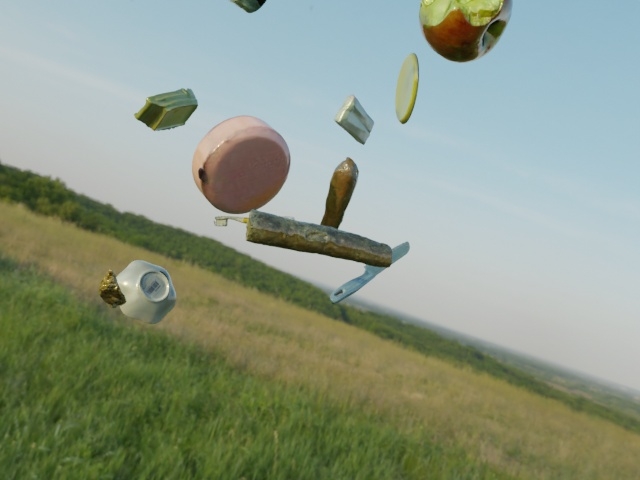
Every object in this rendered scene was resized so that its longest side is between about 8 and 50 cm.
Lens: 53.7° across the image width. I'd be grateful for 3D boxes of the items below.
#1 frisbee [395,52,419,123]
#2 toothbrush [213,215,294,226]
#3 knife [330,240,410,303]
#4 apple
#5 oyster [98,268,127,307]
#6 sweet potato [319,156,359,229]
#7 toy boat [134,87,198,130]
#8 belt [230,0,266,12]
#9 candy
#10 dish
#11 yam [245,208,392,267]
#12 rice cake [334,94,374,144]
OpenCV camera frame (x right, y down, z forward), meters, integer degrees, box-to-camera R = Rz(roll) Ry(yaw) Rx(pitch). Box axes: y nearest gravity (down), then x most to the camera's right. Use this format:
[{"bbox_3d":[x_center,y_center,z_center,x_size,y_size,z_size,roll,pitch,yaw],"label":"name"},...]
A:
[{"bbox_3d":[0.288,-0.510,2.127,0.017,0.236,0.236,5,-1,-9],"label":"frisbee"},{"bbox_3d":[-0.150,-0.041,1.372,0.021,0.024,0.288,1,1,-41],"label":"toothbrush"},{"bbox_3d":[0.127,0.074,1.552,0.044,0.019,0.313,38,48,26],"label":"knife"},{"bbox_3d":[0.377,-0.607,1.689,0.226,0.246,0.246,42,6,22],"label":"apple"},{"bbox_3d":[-0.439,0.104,1.320,0.051,0.093,0.034,-10,26,15],"label":"oyster"},{"bbox_3d":[0.045,-0.101,1.766,0.075,0.274,0.075,13,28,-7],"label":"sweet potato"},{"bbox_3d":[-0.467,-0.413,1.991,0.084,0.111,0.276,44,25,0],"label":"toy boat"},{"bbox_3d":[-0.180,-0.693,1.662,0.151,0.199,0.078,-10,-26,44],"label":"belt"},{"bbox_3d":[-0.198,-0.183,1.553,0.255,0.255,0.094,22,18,-46],"label":"candy"},{"bbox_3d":[-0.479,0.137,1.785,0.190,0.191,0.066,21,-33,-33],"label":"dish"},{"bbox_3d":[0.000,0.000,1.126,0.273,0.061,0.061,12,-2,-16],"label":"yam"},{"bbox_3d":[0.096,-0.322,1.701,0.042,0.080,0.221,29,3,20],"label":"rice cake"}]
